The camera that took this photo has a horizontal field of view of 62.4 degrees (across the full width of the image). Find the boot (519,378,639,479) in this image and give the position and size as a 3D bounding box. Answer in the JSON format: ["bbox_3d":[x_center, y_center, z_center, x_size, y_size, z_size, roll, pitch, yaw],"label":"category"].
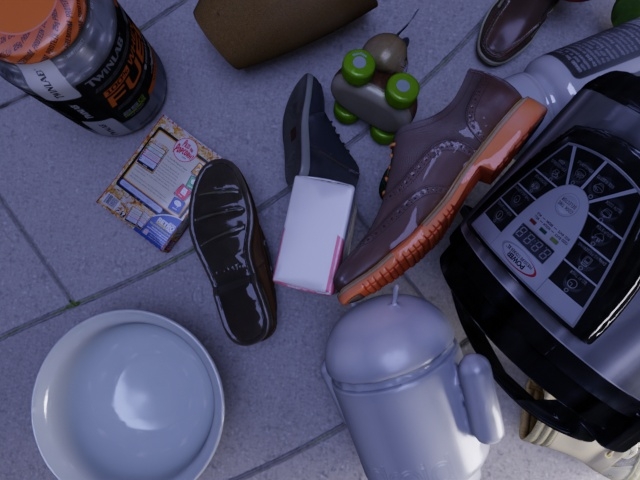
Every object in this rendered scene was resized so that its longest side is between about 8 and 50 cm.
[{"bbox_3d":[0.457,0.241,0.865,0.203,0.095,0.262,22,89,4],"label":"boot"}]

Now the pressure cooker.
[{"bbox_3d":[0.377,0.044,0.714,0.375,0.370,0.420,39,112,2],"label":"pressure cooker"}]

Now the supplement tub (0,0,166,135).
[{"bbox_3d":[-0.373,-0.290,0.808,0.193,0.316,0.194,0,87,1],"label":"supplement tub"}]

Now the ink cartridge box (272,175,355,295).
[{"bbox_3d":[0.000,0.000,0.827,0.092,0.218,0.159,12,86,8],"label":"ink cartridge box"}]

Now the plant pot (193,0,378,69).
[{"bbox_3d":[-0.076,-0.411,0.874,0.254,0.237,0.237,-34,86,14],"label":"plant pot"}]

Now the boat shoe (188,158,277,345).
[{"bbox_3d":[-0.142,0.020,0.890,0.110,0.104,0.307,-10,87,9],"label":"boat shoe"}]

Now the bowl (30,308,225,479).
[{"bbox_3d":[-0.289,0.256,0.858,0.297,0.134,0.298,0,86,2],"label":"bowl"}]

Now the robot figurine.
[{"bbox_3d":[0.129,0.231,0.799,0.300,0.200,0.353,-15,99,40],"label":"robot figurine"}]

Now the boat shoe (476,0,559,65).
[{"bbox_3d":[0.365,-0.422,0.910,0.095,0.095,0.257,36,88,4],"label":"boat shoe"}]

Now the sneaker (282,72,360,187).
[{"bbox_3d":[0.002,-0.178,0.921,0.118,0.083,0.222,13,67,-29],"label":"sneaker"}]

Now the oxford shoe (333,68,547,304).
[{"bbox_3d":[0.130,-0.069,0.710,0.133,0.130,0.364,42,88,14],"label":"oxford shoe"}]

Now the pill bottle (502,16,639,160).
[{"bbox_3d":[0.433,-0.244,0.864,0.283,0.161,0.161,-21,86,0],"label":"pill bottle"}]

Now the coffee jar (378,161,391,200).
[{"bbox_3d":[0.150,-0.096,0.847,0.096,0.184,0.079,20,86,3],"label":"coffee jar"}]

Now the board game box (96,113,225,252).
[{"bbox_3d":[-0.271,-0.099,0.927,0.146,0.045,0.193,37,87,4],"label":"board game box"}]

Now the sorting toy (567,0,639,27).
[{"bbox_3d":[0.531,-0.437,0.877,0.365,0.127,0.126,15,66,-20],"label":"sorting toy"}]

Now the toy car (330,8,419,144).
[{"bbox_3d":[0.119,-0.288,0.889,0.149,0.155,0.188,29,75,3],"label":"toy car"}]
